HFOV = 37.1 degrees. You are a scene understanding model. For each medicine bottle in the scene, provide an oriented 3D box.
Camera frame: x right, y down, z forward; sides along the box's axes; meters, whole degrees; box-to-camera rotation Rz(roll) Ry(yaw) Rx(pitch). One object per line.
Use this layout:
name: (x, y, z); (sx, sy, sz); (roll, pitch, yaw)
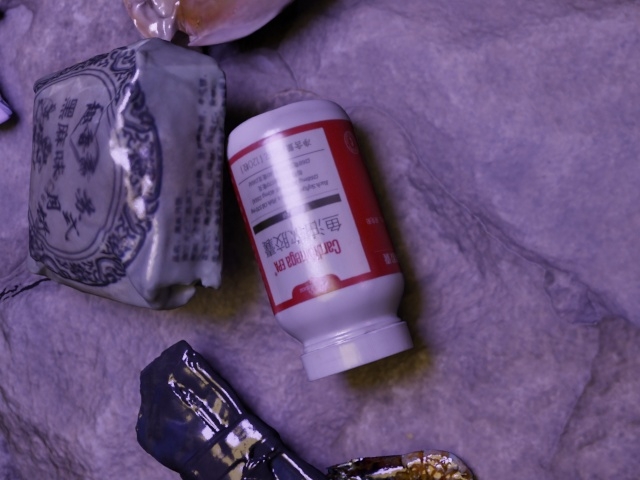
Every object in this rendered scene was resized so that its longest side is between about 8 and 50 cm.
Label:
medicine bottle: (0.000, 0.000, 0.915); (0.131, 0.131, 0.250); (-21, 82, 18)

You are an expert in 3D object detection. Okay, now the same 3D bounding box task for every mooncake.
mooncake: (-0.205, -0.064, 0.946); (0.250, 0.136, 0.255); (3, 91, 47)

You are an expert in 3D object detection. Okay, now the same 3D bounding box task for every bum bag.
bum bag: (-0.074, 0.238, 0.961); (0.310, 0.074, 0.137); (41, 118, 18)

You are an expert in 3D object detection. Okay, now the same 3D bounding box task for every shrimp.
shrimp: (0.071, 0.251, 0.936); (0.161, 0.034, 0.091); (-4, 88, 19)

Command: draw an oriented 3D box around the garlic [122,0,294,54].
garlic: (-0.094, -0.341, 0.955); (0.325, 0.132, 0.279); (-42, 77, 17)

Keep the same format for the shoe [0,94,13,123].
shoe: (-0.468, -0.132, 1.111); (0.245, 0.095, 0.137); (-39, 98, 23)
